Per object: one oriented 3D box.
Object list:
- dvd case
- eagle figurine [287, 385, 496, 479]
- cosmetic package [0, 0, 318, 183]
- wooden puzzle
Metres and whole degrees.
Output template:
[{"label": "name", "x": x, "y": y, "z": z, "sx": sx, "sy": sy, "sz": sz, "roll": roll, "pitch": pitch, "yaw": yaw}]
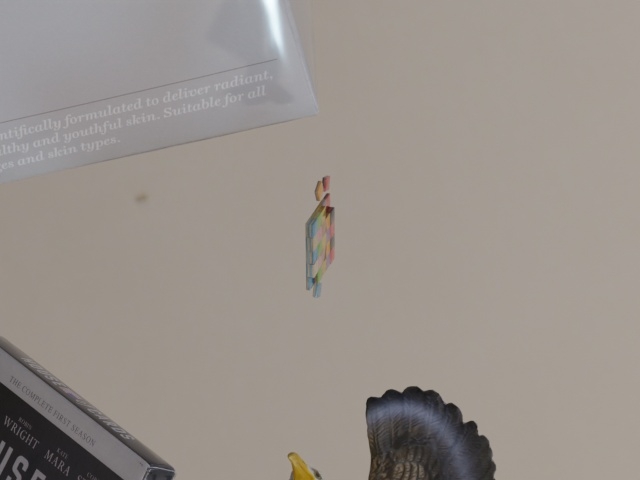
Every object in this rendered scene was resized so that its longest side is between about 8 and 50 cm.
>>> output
[{"label": "dvd case", "x": -0.197, "y": 0.197, "z": 1.147, "sx": 0.029, "sy": 0.179, "sz": 0.238, "roll": 20, "pitch": 98, "yaw": -50}, {"label": "eagle figurine", "x": 0.031, "y": 0.278, "z": 1.777, "sx": 0.226, "sy": 0.225, "sz": 0.298, "roll": 9, "pitch": -163, "yaw": 16}, {"label": "cosmetic package", "x": -0.073, "y": -0.137, "z": 0.687, "sx": 0.127, "sy": 0.238, "sz": 0.107, "roll": -11, "pitch": 135, "yaw": 8}, {"label": "wooden puzzle", "x": 0.000, "y": 0.000, "z": 1.308, "sx": 0.006, "sy": 0.083, "sz": 0.049, "roll": 7, "pitch": -151, "yaw": 15}]
